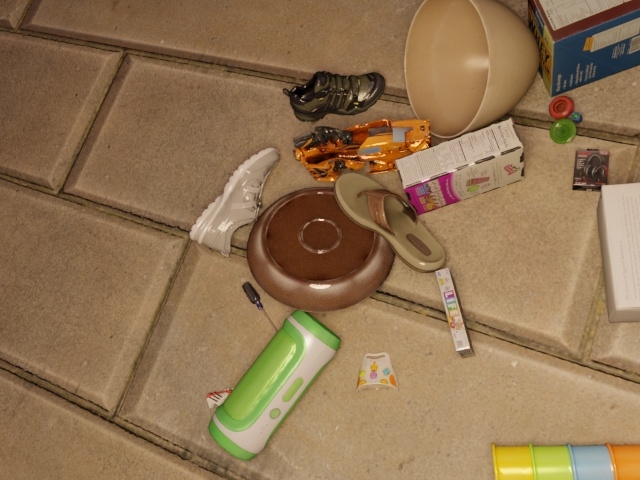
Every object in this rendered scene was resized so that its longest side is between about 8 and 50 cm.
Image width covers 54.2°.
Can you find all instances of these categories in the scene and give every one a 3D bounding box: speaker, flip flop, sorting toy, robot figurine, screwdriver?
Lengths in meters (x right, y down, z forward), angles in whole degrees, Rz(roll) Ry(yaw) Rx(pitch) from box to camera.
[{"bbox_3d":[-0.090,0.283,1.243,0.131,0.131,0.297,36,87,26],"label":"speaker"},{"bbox_3d":[0.142,-0.049,1.243,0.112,0.080,0.277,-32,65,-28],"label":"flip flop"},{"bbox_3d":[0.499,-0.243,1.270,0.061,0.042,0.102,-6,82,33],"label":"sorting toy"},{"bbox_3d":[0.108,0.256,1.236,0.083,0.045,0.075,-8,51,16],"label":"sorting toy"},{"bbox_3d":[0.085,-0.185,1.304,0.290,0.211,0.085,-7,78,11],"label":"robot figurine"},{"bbox_3d":[-0.122,0.161,1.357,0.025,0.024,0.170,-46,67,33],"label":"screwdriver"}]

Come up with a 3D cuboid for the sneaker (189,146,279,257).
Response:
[{"bbox_3d":[-0.174,-0.088,1.432,0.115,0.105,0.281,37,84,-4],"label":"sneaker"}]

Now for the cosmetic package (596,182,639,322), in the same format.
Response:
[{"bbox_3d":[0.611,0.019,1.082,0.224,0.138,0.224,-3,71,17],"label":"cosmetic package"}]

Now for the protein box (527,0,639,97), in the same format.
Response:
[{"bbox_3d":[0.528,-0.418,1.225,0.201,0.200,0.136,-19,67,12],"label":"protein box"}]

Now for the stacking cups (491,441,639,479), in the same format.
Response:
[{"bbox_3d":[0.453,0.383,1.052,0.316,0.096,0.096,-6,70,12],"label":"stacking cups"}]

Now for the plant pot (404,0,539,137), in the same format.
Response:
[{"bbox_3d":[0.324,-0.359,1.263,0.190,0.284,0.284,-11,64,-22],"label":"plant pot"}]

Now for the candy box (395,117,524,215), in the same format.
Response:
[{"bbox_3d":[0.279,-0.140,1.240,0.233,0.159,0.071,-18,68,12],"label":"candy box"}]

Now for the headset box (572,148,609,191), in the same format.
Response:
[{"bbox_3d":[0.529,-0.140,1.223,0.062,0.032,0.083,6,76,21],"label":"headset box"}]

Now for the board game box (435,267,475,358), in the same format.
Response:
[{"bbox_3d":[0.255,0.139,1.184,0.026,0.103,0.154,-16,68,13],"label":"board game box"}]

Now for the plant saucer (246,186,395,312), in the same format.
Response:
[{"bbox_3d":[0.000,0.000,1.288,0.310,0.050,0.311,-1,54,1],"label":"plant saucer"}]

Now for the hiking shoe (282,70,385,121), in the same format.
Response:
[{"bbox_3d":[0.033,-0.336,1.416,0.226,0.114,0.086,-15,68,14],"label":"hiking shoe"}]

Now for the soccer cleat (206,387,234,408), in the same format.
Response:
[{"bbox_3d":[-0.203,0.333,1.320,0.083,0.029,0.036,-15,77,17],"label":"soccer cleat"}]
